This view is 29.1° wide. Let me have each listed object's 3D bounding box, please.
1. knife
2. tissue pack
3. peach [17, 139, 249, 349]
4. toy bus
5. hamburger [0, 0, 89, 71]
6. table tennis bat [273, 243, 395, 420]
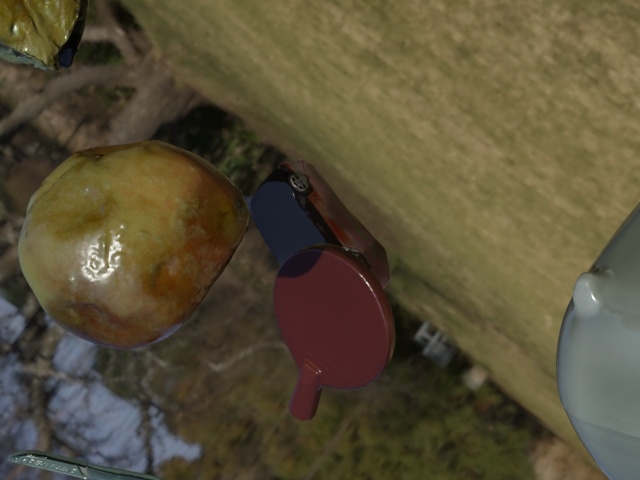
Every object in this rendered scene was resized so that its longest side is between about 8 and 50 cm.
[{"bbox_3d":[-0.292,0.294,1.567,0.210,0.028,0.015,14,-135,-7],"label":"knife"},{"bbox_3d":[0.371,0.064,1.127,0.229,0.333,0.236,11,138,44],"label":"tissue pack"},{"bbox_3d":[-0.186,-0.001,1.269,0.214,0.235,0.214,55,-160,-30],"label":"peach"},{"bbox_3d":[0.000,0.000,2.186,0.302,0.127,0.147,52,-147,14],"label":"toy bus"},{"bbox_3d":[-0.425,-0.354,1.546,0.309,0.211,0.132,23,179,-24],"label":"hamburger"},{"bbox_3d":[0.005,0.137,1.703,0.200,0.038,0.310,37,135,22],"label":"table tennis bat"}]
